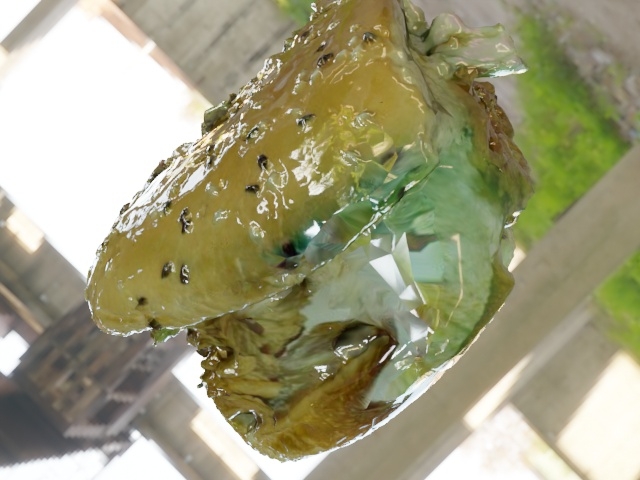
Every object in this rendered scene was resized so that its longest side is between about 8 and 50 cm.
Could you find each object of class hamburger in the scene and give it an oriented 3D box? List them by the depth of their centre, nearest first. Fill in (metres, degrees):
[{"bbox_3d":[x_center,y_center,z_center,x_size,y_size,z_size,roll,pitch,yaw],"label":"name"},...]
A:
[{"bbox_3d":[0.000,0.000,0.721,0.167,0.288,0.192,43,-164,-16],"label":"hamburger"}]
